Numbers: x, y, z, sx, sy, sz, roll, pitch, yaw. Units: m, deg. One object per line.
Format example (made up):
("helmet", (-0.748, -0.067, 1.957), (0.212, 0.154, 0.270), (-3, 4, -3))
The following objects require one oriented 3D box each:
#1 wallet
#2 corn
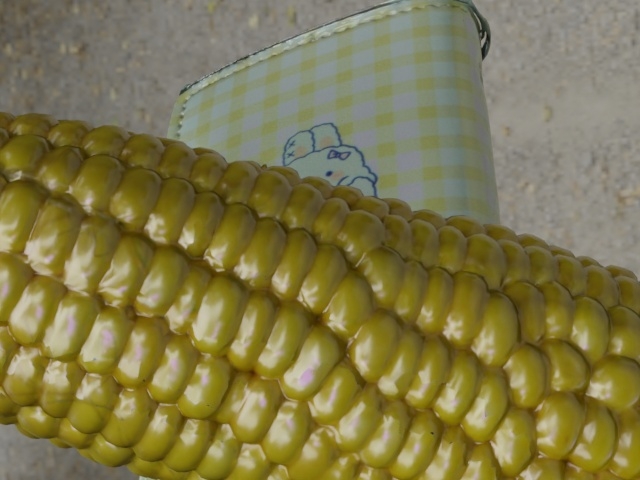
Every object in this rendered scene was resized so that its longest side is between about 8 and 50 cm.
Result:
("wallet", (0.000, 0.000, 0.714), (0.310, 0.223, 0.077), (-87, -25, -43))
("corn", (0.028, 0.039, 0.356), (0.106, 0.305, 0.106), (-160, 90, -82))
